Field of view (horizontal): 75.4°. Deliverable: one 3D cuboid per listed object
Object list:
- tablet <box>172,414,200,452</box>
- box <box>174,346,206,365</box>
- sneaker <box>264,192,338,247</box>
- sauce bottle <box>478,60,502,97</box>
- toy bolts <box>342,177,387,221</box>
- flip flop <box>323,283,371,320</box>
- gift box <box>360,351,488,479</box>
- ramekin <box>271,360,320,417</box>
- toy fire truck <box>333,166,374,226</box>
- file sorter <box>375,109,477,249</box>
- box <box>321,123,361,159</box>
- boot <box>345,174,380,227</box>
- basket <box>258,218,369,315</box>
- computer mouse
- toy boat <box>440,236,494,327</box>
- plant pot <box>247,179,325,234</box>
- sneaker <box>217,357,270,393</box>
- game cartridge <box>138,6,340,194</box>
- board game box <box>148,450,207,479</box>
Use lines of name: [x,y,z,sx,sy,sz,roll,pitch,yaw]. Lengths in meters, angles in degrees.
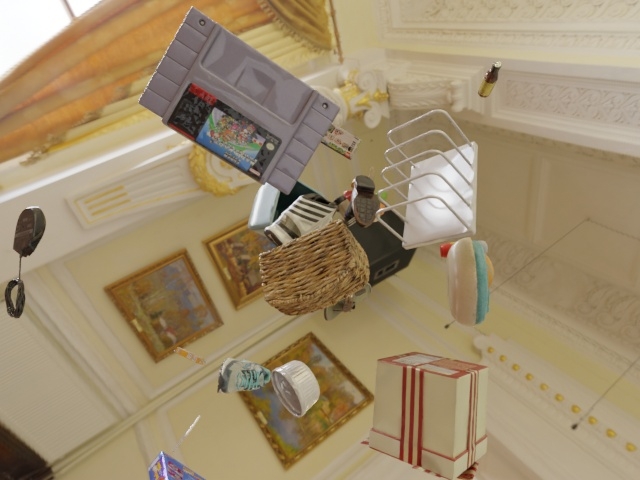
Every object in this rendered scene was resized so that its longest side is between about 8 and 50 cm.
tablet: [-0.281,0.405,0.866,0.006,0.054,0.083,37,-59,0]
box: [-0.575,0.506,1.817,0.136,0.028,0.081,23,-19,13]
sneaker: [0.001,0.000,1.497,0.169,0.257,0.447,36,-11,34]
sauce bottle: [0.523,-0.495,1.273,0.042,0.042,0.128,54,-8,16]
toy bolts: [0.189,-0.183,2.065,0.228,0.159,0.218,-10,-32,42]
flip flop: [0.126,0.260,1.776,0.080,0.277,0.112,20,-57,50]
gift box: [0.261,0.439,1.049,0.255,0.276,0.258,0,-95,45]
ramekin: [-0.095,0.577,1.638,0.207,0.109,0.207,34,-43,38]
toy fire truck: [0.186,-0.204,1.953,0.159,0.246,0.217,57,0,8]
file sorter: [0.263,-0.152,1.044,0.192,0.278,0.173,-17,-39,43]
box: [0.090,-0.503,2.072,0.207,0.114,0.036,34,11,14]
boot: [0.118,-0.085,1.188,0.219,0.082,0.106,-82,-174,-49]
basket: [-0.001,0.117,1.248,0.223,0.299,0.214,51,19,-54]
computer mouse: [-0.616,0.043,0.873,0.041,0.071,0.242,31,54,-61]
toy boat: [0.452,0.085,1.247,0.318,0.148,0.268,-73,156,-61]
plant pot: [-0.170,-0.108,1.756,0.247,0.247,0.252,27,-25,-38]
sneaker: [-0.250,0.457,1.403,0.283,0.122,0.110,35,62,-74]
game cartridge: [-0.163,-0.276,0.864,0.355,0.230,0.068,31,0,-11]
board game box: [-0.487,0.976,1.575,0.347,0.078,0.233,47,-17,-19]
